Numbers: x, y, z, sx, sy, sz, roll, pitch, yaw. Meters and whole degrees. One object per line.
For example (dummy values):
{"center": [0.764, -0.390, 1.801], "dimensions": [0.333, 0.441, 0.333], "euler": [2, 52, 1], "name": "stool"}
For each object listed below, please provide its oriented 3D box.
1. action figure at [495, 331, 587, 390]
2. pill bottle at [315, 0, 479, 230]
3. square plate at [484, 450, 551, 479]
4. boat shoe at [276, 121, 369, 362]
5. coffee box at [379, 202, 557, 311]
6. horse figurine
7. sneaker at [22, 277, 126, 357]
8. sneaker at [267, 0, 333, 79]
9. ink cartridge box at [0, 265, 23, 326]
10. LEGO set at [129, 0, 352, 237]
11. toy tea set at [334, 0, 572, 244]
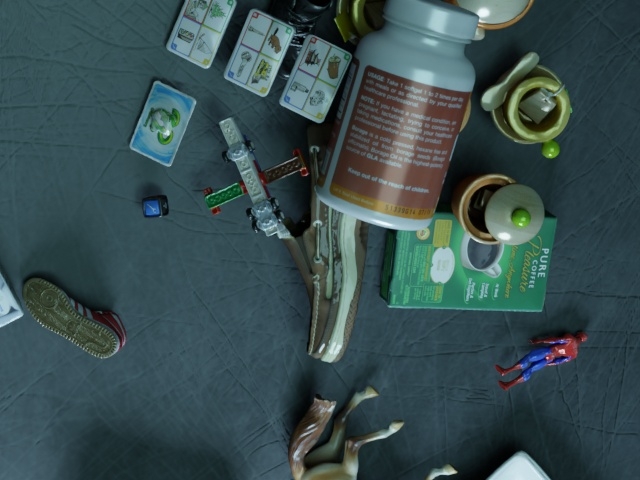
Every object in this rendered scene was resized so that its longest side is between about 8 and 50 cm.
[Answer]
{"center": [0.251, 0.130, 2.020], "dimensions": [0.115, 0.030, 0.038], "euler": [-23, 119, -13], "name": "action figure"}
{"center": [0.080, -0.128, 1.741], "dimensions": [0.121, 0.121, 0.216], "euler": [12, 104, -20], "name": "pill bottle"}
{"center": [0.199, 0.460, 2.108], "dimensions": [0.347, 0.049, 0.344], "euler": [-42, 115, 1], "name": "square plate"}
{"center": [0.000, -0.002, 1.876], "dimensions": [0.095, 0.095, 0.258], "euler": [8, 100, -5], "name": "boat shoe"}
{"center": [0.160, 0.018, 1.947], "dimensions": [0.184, 0.040, 0.113], "euler": [1, 106, -16], "name": "coffee box"}
{"center": [0.052, 0.278, 1.981], "dimensions": [0.174, 0.066, 0.263], "euler": [-44, 104, 3], "name": "horse figurine"}
{"center": [-0.252, 0.079, 1.854], "dimensions": [0.118, 0.067, 0.042], "euler": [37, 99, 6], "name": "sneaker"}
{"center": [-0.019, -0.236, 1.781], "dimensions": [0.051, 0.089, 0.170], "euler": [3, 107, -17], "name": "sneaker"}
{"center": [-0.433, 0.030, 1.777], "dimensions": [0.208, 0.045, 0.206], "euler": [-26, 114, -4], "name": "ink cartridge box"}
{"center": [-0.088, -0.114, 1.808], "dimensions": [0.182, 0.060, 0.244], "euler": [26, 104, 11], "name": "LEGO set"}
{"center": [0.165, -0.157, 1.822], "dimensions": [0.200, 0.124, 0.336], "euler": [-30, 105, -6], "name": "toy tea set"}
